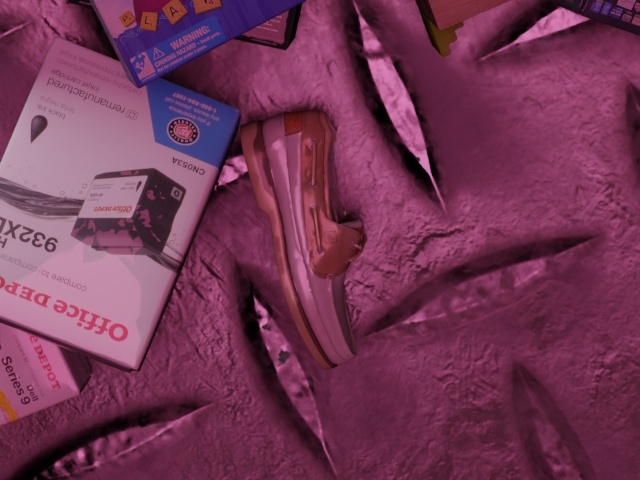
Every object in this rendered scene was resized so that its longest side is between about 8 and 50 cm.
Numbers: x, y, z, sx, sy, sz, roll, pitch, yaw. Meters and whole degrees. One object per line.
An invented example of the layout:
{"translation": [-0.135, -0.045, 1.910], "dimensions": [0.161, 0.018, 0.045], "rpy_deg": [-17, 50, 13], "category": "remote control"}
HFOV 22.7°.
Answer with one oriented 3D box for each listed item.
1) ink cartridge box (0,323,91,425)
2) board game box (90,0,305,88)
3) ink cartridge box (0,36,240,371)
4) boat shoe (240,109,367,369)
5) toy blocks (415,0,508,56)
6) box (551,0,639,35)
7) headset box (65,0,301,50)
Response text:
{"translation": [-0.397, 0.139, 1.870], "dimensions": [0.212, 0.093, 0.154], "rpy_deg": [-22, 101, 4], "category": "ink cartridge box"}
{"translation": [-0.117, -0.364, 1.580], "dimensions": [0.318, 0.066, 0.318], "rpy_deg": [-29, 112, -7], "category": "board game box"}
{"translation": [-0.246, -0.034, 1.756], "dimensions": [0.223, 0.129, 0.307], "rpy_deg": [22, 83, -4], "category": "ink cartridge box"}
{"translation": [0.000, 0.000, 1.812], "dimensions": [0.103, 0.113, 0.302], "rpy_deg": [-16, 104, 7], "category": "boat shoe"}
{"translation": [0.185, -0.409, 1.666], "dimensions": [0.261, 0.191, 0.381], "rpy_deg": [-24, 117, -1], "category": "toy blocks"}
{"translation": [0.379, -0.303, 1.703], "dimensions": [0.232, 0.059, 0.183], "rpy_deg": [13, 105, -33], "category": "box"}
{"translation": [-0.122, -0.372, 1.719], "dimensions": [0.246, 0.131, 0.283], "rpy_deg": [11, 103, 0], "category": "headset box"}
